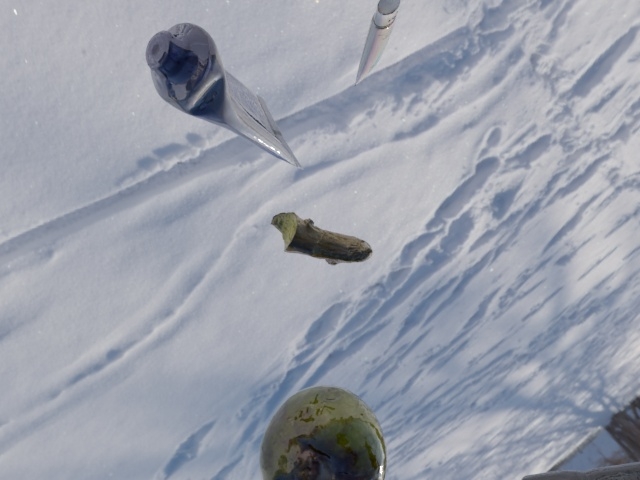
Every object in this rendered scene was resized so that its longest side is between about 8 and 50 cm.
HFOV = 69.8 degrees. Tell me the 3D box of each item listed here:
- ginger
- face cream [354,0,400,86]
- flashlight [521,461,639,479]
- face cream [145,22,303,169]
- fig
[{"bbox_3d":[-0.002,0.003,0.591,0.137,0.044,0.058,19,105,-2],"label":"ginger"},{"bbox_3d":[0.054,-0.192,0.449,0.038,0.020,0.115,-50,176,-12],"label":"face cream"},{"bbox_3d":[0.449,0.290,0.527,0.423,0.103,0.103,-21,148,19],"label":"flashlight"},{"bbox_3d":[-0.178,-0.292,0.937,0.137,0.235,0.420,-37,160,16],"label":"face cream"},{"bbox_3d":[0.012,0.302,0.661,0.181,0.181,0.191,-42,156,0],"label":"fig"}]
